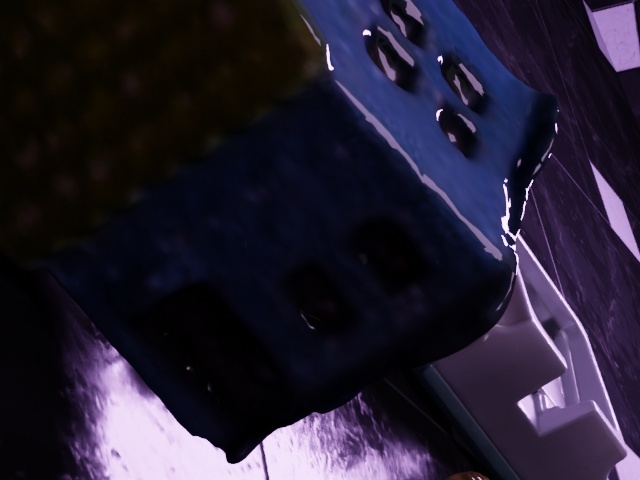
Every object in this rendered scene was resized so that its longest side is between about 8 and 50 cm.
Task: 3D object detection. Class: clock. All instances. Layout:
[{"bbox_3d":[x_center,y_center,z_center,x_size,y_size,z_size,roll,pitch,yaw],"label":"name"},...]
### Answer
[{"bbox_3d":[0.164,0.085,1.684,0.262,0.116,0.231,54,20,-32],"label":"clock"}]

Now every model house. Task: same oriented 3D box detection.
[{"bbox_3d":[-0.050,-0.077,1.050,0.303,0.237,0.215,49,31,-18],"label":"model house"}]

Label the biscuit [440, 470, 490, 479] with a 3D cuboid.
[{"bbox_3d":[0.127,0.288,1.354,0.259,0.079,0.259,53,21,-31],"label":"biscuit"}]
